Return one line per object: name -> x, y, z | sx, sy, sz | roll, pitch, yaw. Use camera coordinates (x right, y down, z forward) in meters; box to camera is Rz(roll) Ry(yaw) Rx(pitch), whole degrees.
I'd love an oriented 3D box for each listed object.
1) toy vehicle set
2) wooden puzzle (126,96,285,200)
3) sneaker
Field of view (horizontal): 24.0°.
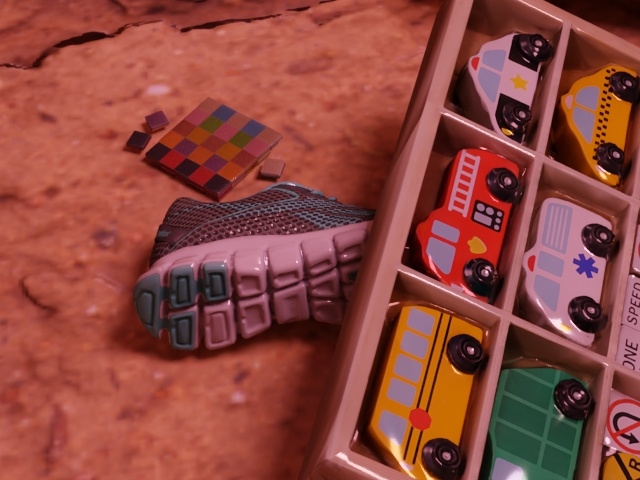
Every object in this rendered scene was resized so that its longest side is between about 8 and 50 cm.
toy vehicle set -> 0.102, 0.018, 0.618 | 0.166, 0.035, 0.267 | 24, 52, -8
wooden puzzle -> -0.054, -0.047, 0.754 | 0.083, 0.006, 0.049 | 29, 58, 27
sneaker -> 0.000, 0.000, 0.675 | 0.166, 0.065, 0.076 | -2, 41, -2
